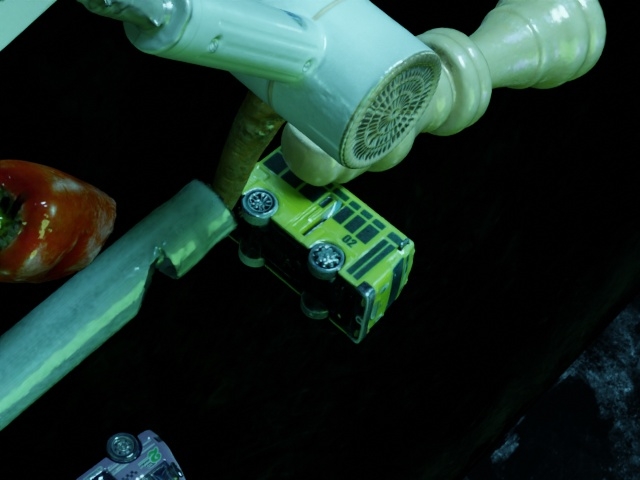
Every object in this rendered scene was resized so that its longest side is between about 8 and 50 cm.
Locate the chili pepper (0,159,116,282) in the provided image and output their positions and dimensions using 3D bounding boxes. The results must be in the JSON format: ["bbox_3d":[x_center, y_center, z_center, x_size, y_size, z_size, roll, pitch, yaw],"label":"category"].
[{"bbox_3d":[-0.213,-0.014,1.010,0.192,0.084,0.086,23,74,-70],"label":"chili pepper"}]

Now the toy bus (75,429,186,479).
[{"bbox_3d":[-0.220,0.285,1.457,0.199,0.108,0.096,-36,155,-31],"label":"toy bus"}]

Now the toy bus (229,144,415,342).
[{"bbox_3d":[0.000,0.000,1.318,0.101,0.175,0.088,-40,158,-30],"label":"toy bus"}]

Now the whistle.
[{"bbox_3d":[-0.199,0.064,1.192,0.312,0.062,0.062,-41,157,-19],"label":"whistle"}]

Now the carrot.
[{"bbox_3d":[-0.063,-0.078,1.245,0.049,0.049,0.254,-22,148,-50],"label":"carrot"}]

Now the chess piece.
[{"bbox_3d":[0.115,-0.151,1.385,0.397,0.117,0.117,-29,151,-39],"label":"chess piece"}]

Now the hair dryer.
[{"bbox_3d":[-0.061,-0.144,0.952,0.108,0.173,0.357,-56,159,14],"label":"hair dryer"}]

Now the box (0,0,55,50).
[{"bbox_3d":[-0.137,-0.251,0.742,0.330,0.095,0.210,-46,159,-12],"label":"box"}]
